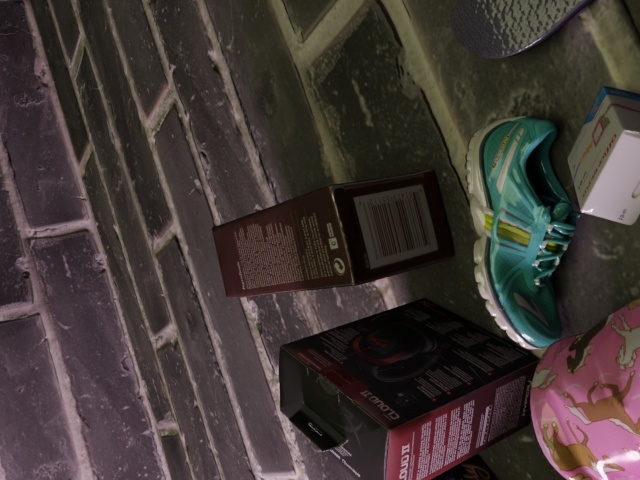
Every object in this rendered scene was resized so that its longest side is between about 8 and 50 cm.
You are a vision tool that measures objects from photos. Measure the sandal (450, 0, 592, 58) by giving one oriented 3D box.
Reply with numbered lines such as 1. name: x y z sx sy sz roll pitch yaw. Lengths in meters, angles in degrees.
1. sandal: 0.253 -0.271 0.671 0.255 0.054 0.097 -20 91 46

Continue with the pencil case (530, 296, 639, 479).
1. pencil case: 0.340 0.116 0.529 0.160 0.167 0.386 29 151 -5

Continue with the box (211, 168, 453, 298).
1. box: 0.000 0.000 1.000 0.381 0.191 0.143 -15 88 55

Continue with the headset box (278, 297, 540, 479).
1. headset box: 0.100 0.193 0.825 0.218 0.293 0.110 26 122 48

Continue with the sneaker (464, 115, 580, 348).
1. sneaker: 0.240 -0.006 0.732 0.110 0.107 0.275 -7 96 47

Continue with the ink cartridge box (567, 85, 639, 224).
1. ink cartridge box: 0.286 -0.084 0.612 0.052 0.122 0.088 16 124 3

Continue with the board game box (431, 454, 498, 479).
1. board game box: 0.221 0.417 0.839 0.243 0.165 0.042 50 138 33
